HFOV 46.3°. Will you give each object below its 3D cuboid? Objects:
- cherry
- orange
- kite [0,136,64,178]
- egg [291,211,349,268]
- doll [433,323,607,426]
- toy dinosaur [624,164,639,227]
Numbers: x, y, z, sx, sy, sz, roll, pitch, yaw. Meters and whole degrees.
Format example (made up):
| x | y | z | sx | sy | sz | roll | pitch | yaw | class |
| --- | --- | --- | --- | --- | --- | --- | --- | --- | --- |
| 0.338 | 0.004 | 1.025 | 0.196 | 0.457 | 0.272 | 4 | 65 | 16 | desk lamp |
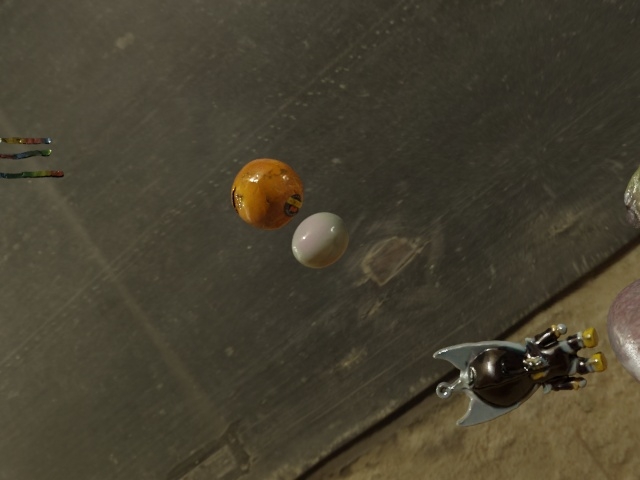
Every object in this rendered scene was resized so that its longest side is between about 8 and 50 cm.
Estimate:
| x | y | z | sx | sy | sz | roll | pitch | yaw | class |
| --- | --- | --- | --- | --- | --- | --- | --- | --- | --- |
| 0.408 | 0.111 | 0.851 | 0.176 | 0.176 | 0.140 | 40 | 109 | 9 | cherry |
| -0.059 | -0.053 | 0.843 | 0.083 | 0.083 | 0.083 | 2 | 96 | 16 | orange |
| -0.549 | -0.127 | 1.152 | 0.152 | 0.285 | 0.015 | 67 | 147 | 34 | kite |
| 0.000 | 0.000 | 1.471 | 0.103 | 0.135 | 0.103 | 18 | 126 | 26 | egg |
| 0.367 | 0.240 | 1.406 | 0.316 | 0.103 | 0.145 | -19 | 114 | 21 | doll |
| 0.593 | -0.105 | 1.322 | 0.077 | 0.294 | 0.162 | 30 | 122 | 17 | toy dinosaur |
